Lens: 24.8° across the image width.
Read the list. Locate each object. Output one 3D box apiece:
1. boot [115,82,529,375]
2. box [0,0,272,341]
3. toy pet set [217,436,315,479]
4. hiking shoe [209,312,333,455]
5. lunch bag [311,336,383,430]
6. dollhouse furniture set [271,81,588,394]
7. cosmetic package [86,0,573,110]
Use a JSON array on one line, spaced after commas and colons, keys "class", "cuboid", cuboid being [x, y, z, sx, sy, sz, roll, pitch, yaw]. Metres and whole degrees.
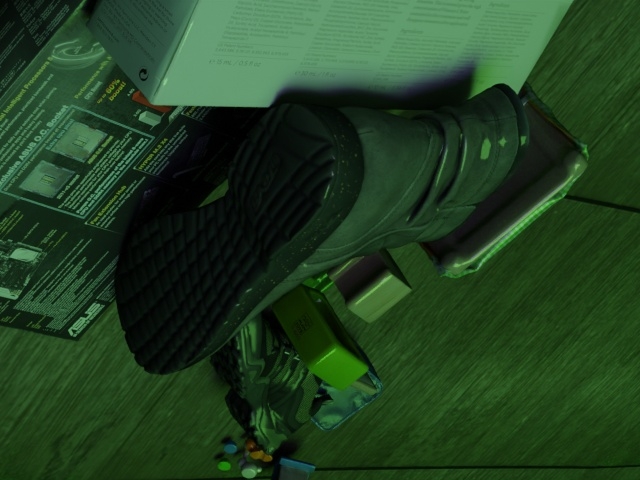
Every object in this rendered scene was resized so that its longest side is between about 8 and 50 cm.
[{"class": "boot", "cuboid": [0.000, 0.000, 1.123, 0.223, 0.118, 0.338, -9, 162, -41]}, {"class": "box", "cuboid": [-0.192, -0.064, 1.104, 0.307, 0.076, 0.242, -46, 146, 19]}, {"class": "toy pet set", "cuboid": [-0.066, 0.265, 1.694, 0.114, 0.065, 0.122, 15, 130, -7]}, {"class": "hiking shoe", "cuboid": [-0.049, 0.112, 1.459, 0.114, 0.086, 0.227, -33, 141, -19]}, {"class": "lunch bag", "cuboid": [0.011, 0.154, 1.582, 0.098, 0.065, 0.067, -36, 123, 6]}, {"class": "dollhouse furniture set", "cuboid": [0.098, -0.020, 1.304, 0.301, 0.197, 0.151, -40, 146, 12]}, {"class": "cosmetic package", "cuboid": [0.059, -0.229, 0.996, 0.377, 0.097, 0.284, -4, 135, -46]}]
